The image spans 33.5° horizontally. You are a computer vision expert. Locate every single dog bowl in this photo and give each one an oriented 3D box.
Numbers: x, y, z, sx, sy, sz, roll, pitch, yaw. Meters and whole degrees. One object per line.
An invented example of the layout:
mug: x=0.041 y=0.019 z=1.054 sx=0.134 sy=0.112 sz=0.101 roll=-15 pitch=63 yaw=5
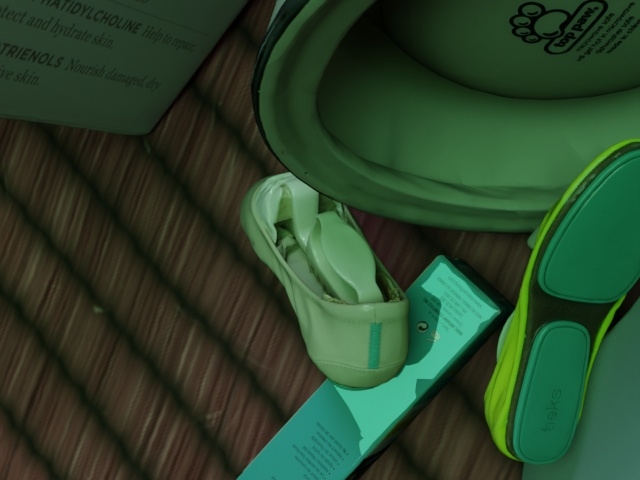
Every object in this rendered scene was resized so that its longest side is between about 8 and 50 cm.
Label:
dog bowl: x=0.162 y=-0.148 z=0.629 sx=0.408 sy=0.408 sz=0.150 roll=-9 pitch=68 yaw=16

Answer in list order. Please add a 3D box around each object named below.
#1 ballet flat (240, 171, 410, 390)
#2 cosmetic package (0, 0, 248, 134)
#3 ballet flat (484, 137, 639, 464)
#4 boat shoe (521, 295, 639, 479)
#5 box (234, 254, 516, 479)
ballet flat: x=0.000 y=0.000 z=0.757 sx=0.086 sy=0.086 sz=0.248 roll=-44 pitch=40 yaw=10
cosmetic package: x=-0.195 y=-0.332 z=0.745 sx=0.329 sy=0.327 sz=0.394 roll=42 pitch=104 yaw=14
ballet flat: x=0.157 y=0.035 z=0.698 sx=0.077 sy=0.077 sz=0.231 roll=11 pitch=107 yaw=-15
boat shoe: x=0.273 y=0.084 z=0.703 sx=0.156 sy=0.136 sz=0.367 roll=10 pitch=120 yaw=-24
box: x=0.037 y=0.120 z=0.789 sx=0.060 sy=0.100 sz=0.244 roll=43 pitch=99 yaw=14
